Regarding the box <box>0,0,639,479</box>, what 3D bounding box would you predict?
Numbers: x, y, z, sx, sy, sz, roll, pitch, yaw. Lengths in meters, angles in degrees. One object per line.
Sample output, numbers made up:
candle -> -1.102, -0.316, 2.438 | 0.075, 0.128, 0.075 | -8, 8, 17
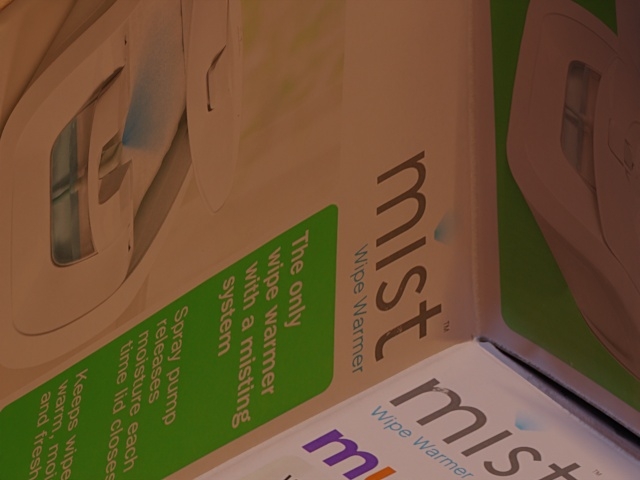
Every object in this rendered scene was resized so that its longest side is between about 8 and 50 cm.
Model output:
box -> 0.000, 0.000, 0.569 | 0.231, 0.262, 0.127 | -31, 129, 34
